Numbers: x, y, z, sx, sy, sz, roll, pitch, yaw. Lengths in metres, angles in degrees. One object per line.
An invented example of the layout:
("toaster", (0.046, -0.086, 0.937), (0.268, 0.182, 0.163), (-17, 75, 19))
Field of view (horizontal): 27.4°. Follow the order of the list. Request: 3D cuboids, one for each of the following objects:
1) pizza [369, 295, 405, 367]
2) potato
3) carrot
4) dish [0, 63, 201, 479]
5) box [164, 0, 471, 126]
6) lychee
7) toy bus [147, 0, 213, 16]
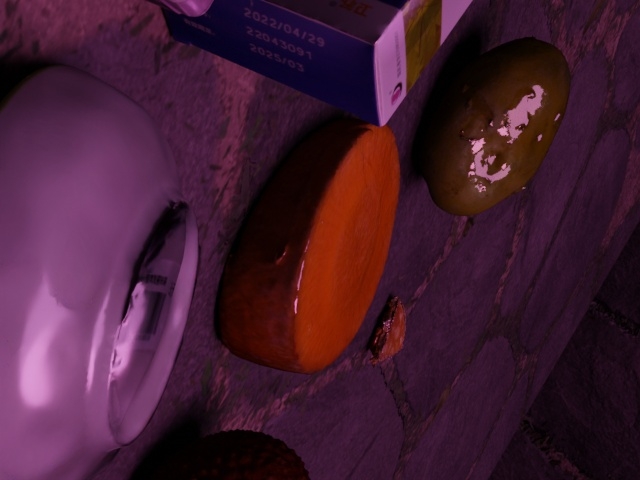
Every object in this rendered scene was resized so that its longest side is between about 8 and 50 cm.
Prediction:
("pizza", (0.097, 0.120, 1.873), (0.100, 0.029, 0.099), (-31, 133, -60))
("potato", (0.220, -0.151, 1.700), (0.253, 0.148, 0.186), (-53, 142, -7))
("carrot", (0.000, 0.000, 1.427), (0.258, 0.100, 0.307), (81, 31, -53))
("dish", (-0.156, 0.048, 0.918), (0.324, 0.124, 0.324), (14, 90, -81))
("box", (0.036, -0.258, 1.047), (0.299, 0.200, 0.106), (-56, 159, -24))
("lychee", (-0.093, 0.289, 1.378), (0.194, 0.194, 0.194), (-50, 155, -34))
("toy bus", (-0.098, -0.258, 0.817), (0.202, 0.142, 0.142), (-61, 154, -8))
